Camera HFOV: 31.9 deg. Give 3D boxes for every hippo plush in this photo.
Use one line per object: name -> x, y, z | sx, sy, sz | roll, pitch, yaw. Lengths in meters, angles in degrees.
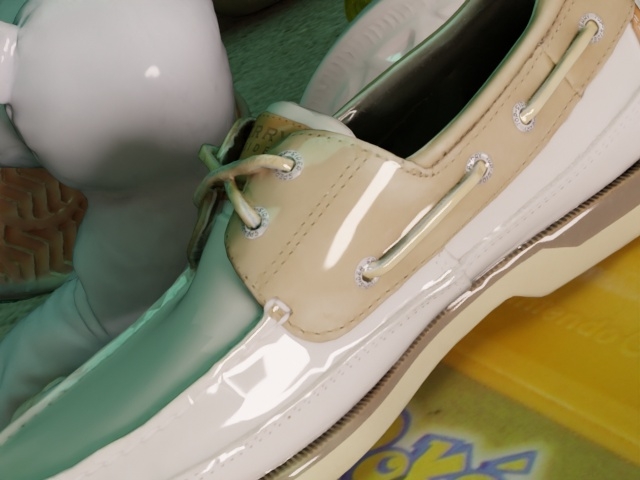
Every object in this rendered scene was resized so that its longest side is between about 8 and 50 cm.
hippo plush -> -0.103, -0.011, 0.554 | 0.234, 0.237, 0.294 | -40, 27, -19

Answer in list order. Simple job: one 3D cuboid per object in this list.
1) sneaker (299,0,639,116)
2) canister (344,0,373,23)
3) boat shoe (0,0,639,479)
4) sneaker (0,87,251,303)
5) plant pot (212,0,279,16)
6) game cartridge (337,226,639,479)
sneaker -> 0.144, -0.147, 0.714 | 0.322, 0.130, 0.236 | -40, -2, 21
canister -> 0.119, -0.203, 0.859 | 0.170, 0.073, 0.126 | -38, 27, -20
boat shoe -> 0.000, 0.000, 0.394 | 0.302, 0.103, 0.113 | -36, 26, -20
sneaker -> -0.173, -0.026, 0.795 | 0.121, 0.108, 0.302 | -27, 4, 41
plant pot -> -0.092, -0.360, 1.225 | 0.284, 0.191, 0.284 | -24, 26, 13
game cartridge -> 0.029, 0.106, 0.332 | 0.323, 0.053, 0.285 | -37, 26, -16
